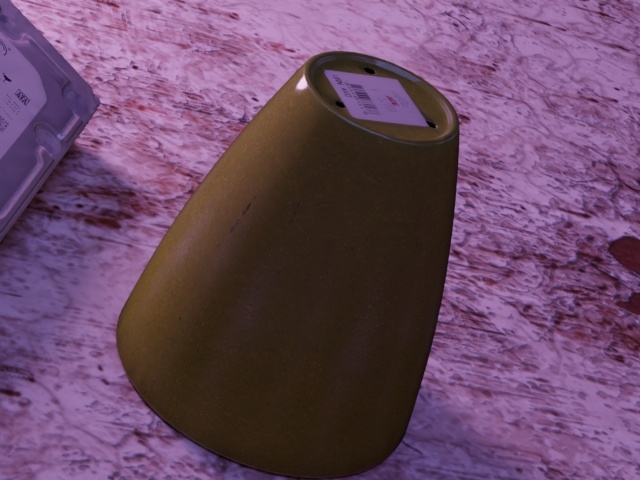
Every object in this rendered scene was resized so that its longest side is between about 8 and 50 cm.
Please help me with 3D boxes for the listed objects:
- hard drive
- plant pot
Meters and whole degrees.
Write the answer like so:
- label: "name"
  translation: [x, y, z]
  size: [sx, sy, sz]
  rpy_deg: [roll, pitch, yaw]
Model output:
- label: "hard drive"
  translation: [-0.339, -0.127, 1.624]
  size: [0.237, 0.064, 0.339]
  rpy_deg: [48, 27, -14]
- label: "plant pot"
  translation: [0.000, 0.000, 1.525]
  size: [0.274, 0.294, 0.275]
  rpy_deg: [17, 32, -11]
